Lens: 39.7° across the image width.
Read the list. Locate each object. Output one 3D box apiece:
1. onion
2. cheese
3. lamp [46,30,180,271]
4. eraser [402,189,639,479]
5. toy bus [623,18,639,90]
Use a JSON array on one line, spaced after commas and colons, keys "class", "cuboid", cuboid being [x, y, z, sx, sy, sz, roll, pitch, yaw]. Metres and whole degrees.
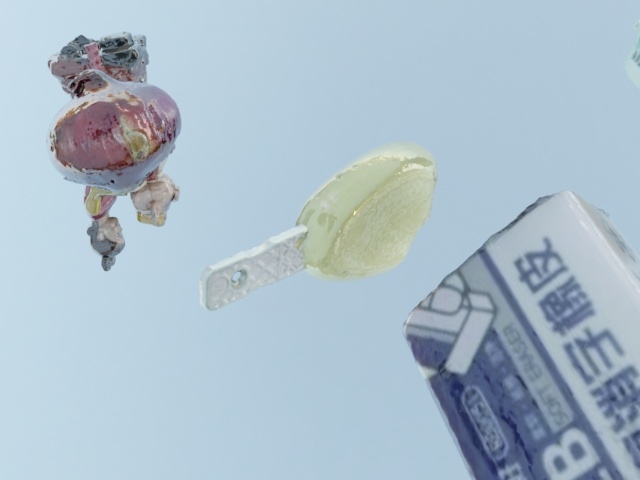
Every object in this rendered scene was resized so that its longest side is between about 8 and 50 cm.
[{"class": "onion", "cuboid": [-0.162, -0.086, 0.688, 0.107, 0.107, 0.097, -20, -70, 20]}, {"class": "cheese", "cuboid": [0.000, 0.000, 0.763, 0.050, 0.255, 0.127, 33, -46, 36]}, {"class": "lamp", "cuboid": [-0.206, -0.086, 0.919, 0.118, 0.118, 0.253, 2, -65, 23]}, {"class": "eraser", "cuboid": [0.132, 0.093, 0.420, 0.124, 0.068, 0.210, -43, -132, 22]}, {"class": "toy bus", "cuboid": [0.397, -0.216, 0.777, 0.164, 0.134, 0.276, 22, -62, -17]}]
